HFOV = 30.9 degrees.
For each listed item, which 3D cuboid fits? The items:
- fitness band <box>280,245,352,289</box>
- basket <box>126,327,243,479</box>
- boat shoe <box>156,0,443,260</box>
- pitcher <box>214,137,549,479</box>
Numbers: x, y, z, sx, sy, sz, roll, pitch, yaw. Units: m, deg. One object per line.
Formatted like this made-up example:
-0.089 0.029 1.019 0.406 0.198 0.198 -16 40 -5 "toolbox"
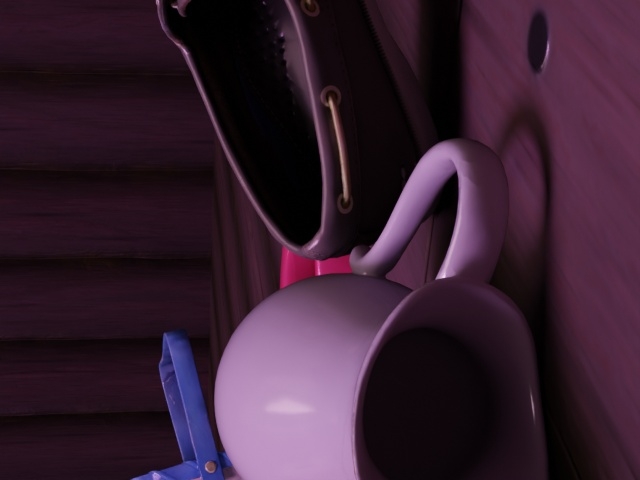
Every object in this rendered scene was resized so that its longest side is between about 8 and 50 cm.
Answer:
0.000 0.000 0.935 0.291 0.054 0.208 177 90 -82 "fitness band"
-0.142 0.261 1.369 0.255 0.201 0.288 113 146 -72 "basket"
-0.036 -0.134 0.620 0.109 0.091 0.305 -27 89 42 "boat shoe"
0.028 0.050 0.547 0.207 0.126 0.177 164 117 -70 "pitcher"
